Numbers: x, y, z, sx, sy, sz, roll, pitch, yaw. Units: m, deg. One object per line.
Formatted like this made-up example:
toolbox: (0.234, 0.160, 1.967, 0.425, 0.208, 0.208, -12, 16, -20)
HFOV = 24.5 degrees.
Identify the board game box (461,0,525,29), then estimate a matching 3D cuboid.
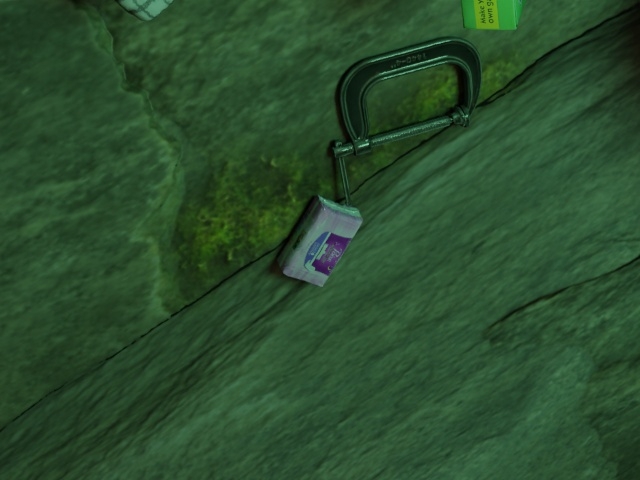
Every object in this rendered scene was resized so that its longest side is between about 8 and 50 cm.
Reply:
board game box: (0.135, -0.351, 1.117, 0.046, 0.213, 0.317, 4, 129, 19)

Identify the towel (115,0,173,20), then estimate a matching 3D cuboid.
towel: (-0.106, -0.327, 1.086, 0.283, 0.121, 0.235, -39, 136, 13)

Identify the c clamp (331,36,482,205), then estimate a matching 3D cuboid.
c clamp: (0.080, -0.119, 1.368, 0.160, 0.022, 0.137, -21, 123, -5)

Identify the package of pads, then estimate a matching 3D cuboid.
package of pads: (0.000, 0.000, 1.406, 0.050, 0.032, 0.083, 19, 114, -29)
